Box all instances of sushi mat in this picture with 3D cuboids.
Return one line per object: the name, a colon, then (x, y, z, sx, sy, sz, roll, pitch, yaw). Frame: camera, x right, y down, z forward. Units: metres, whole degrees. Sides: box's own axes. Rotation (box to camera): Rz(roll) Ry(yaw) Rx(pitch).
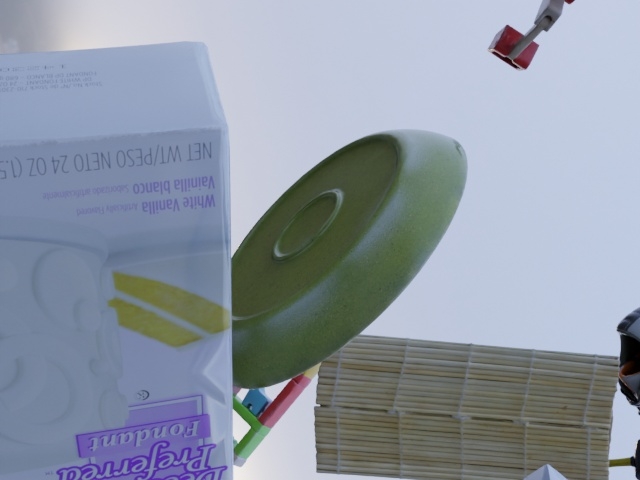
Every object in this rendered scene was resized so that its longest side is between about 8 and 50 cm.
sushi mat: (0.151, 0.181, 1.041, 0.019, 0.316, 0.151, -81, 176, -81)

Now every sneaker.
sneaker: (0.453, 0.209, 1.346, 0.100, 0.108, 0.272, 18, -56, 65)

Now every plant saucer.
plant saucer: (0.000, 0.000, 0.721, 0.037, 0.241, 0.241, 44, -4, -21)

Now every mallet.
mallet: (0.420, 0.345, 1.499, 0.039, 0.189, 0.062, 54, 30, -35)

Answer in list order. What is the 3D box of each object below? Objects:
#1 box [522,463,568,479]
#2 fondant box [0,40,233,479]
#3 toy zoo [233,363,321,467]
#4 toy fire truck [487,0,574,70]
box: (0.185, 0.233, 0.557, 0.186, 0.038, 0.145, 40, 26, -18)
fondant box: (-0.173, 0.058, 0.577, 0.096, 0.238, 0.330, -110, -162, -48)
toy zoo: (-0.087, 0.150, 1.428, 0.192, 0.293, 0.030, 39, 0, 32)
toy fire truck: (0.257, -0.266, 1.079, 0.047, 0.135, 0.192, 32, -7, -5)
